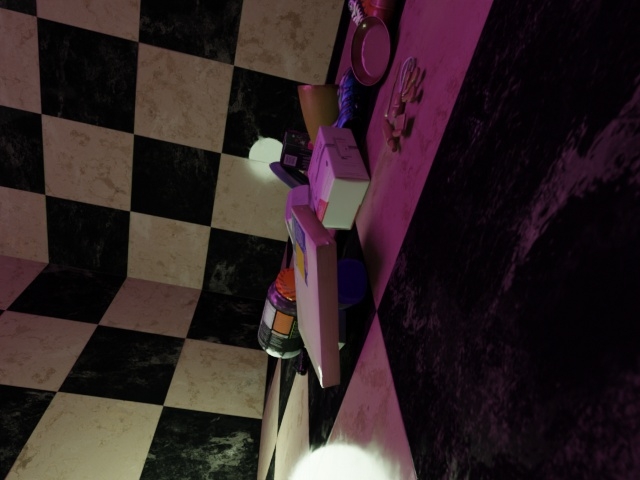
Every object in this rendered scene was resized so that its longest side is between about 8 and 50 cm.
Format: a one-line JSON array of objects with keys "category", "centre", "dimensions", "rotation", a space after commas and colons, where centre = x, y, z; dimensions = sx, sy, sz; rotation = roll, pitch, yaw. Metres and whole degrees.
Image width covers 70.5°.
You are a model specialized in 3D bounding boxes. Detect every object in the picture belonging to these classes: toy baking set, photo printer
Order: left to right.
[{"category": "photo printer", "centre": [-0.034, -0.009, 1.606], "dimensions": [0.256, 0.107, 0.308], "rotation": [-91, -13, -58]}, {"category": "toy baking set", "centre": [0.198, -0.337, 1.105], "dimensions": [0.256, 0.030, 0.197], "rotation": [-92, 19, -56]}]

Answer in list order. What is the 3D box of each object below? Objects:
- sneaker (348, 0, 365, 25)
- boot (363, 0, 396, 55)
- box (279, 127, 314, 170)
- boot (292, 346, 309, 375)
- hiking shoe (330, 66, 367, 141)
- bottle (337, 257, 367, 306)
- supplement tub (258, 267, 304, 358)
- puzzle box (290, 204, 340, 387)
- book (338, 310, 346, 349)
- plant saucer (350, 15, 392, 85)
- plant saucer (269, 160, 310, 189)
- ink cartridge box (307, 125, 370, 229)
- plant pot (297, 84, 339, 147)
[{"category": "sneaker", "centre": [0.158, -0.844, 1.689], "dimensions": [0.108, 0.121, 0.302], "rotation": [113, 165, -55]}, {"category": "boot", "centre": [0.182, -0.722, 1.512], "dimensions": [0.283, 0.109, 0.220], "rotation": [-115, 32, -63]}, {"category": "box", "centre": [-0.061, -0.422, 2.163], "dimensions": [0.142, 0.247, 0.163], "rotation": [-97, 20, -68]}, {"category": "boot", "centre": [-0.075, 0.470, 1.793], "dimensions": [0.121, 0.045, 0.099], "rotation": [-169, 87, -74]}, {"category": "hiking shoe", "centre": [0.120, -0.458, 1.592], "dimensions": [0.132, 0.113, 0.304], "rotation": [37, 118, 56]}, {"category": "bottle", "centre": [0.049, 0.130, 1.240], "dimensions": [0.283, 0.092, 0.118], "rotation": [129, 143, -72]}, {"category": "supplement tub", "centre": [-0.125, 0.289, 1.813], "dimensions": [0.207, 0.207, 0.338], "rotation": [-91, 16, -56]}, {"category": "puzzle box", "centre": [-0.015, 0.138, 1.190], "dimensions": [0.272, 0.052, 0.409], "rotation": [-123, 28, -61]}, {"category": "book", "centre": [0.044, 0.276, 1.318], "dimensions": [0.144, 0.035, 0.096], "rotation": [116, 159, -55]}, {"category": "plant saucer", "centre": [0.162, -0.582, 1.394], "dimensions": [0.198, 0.036, 0.199], "rotation": [31, 127, 52]}, {"category": "plant saucer", "centre": [-0.108, -0.292, 2.203], "dimensions": [0.044, 0.317, 0.317], "rotation": [-51, 17, 15]}, {"category": "ink cartridge box", "centre": [0.048, -0.205, 1.461], "dimensions": [0.283, 0.117, 0.207], "rotation": [-103, 22, -44]}, {"category": "plant pot", "centre": [0.029, -0.520, 1.905], "dimensions": [0.237, 0.237, 0.254], "rotation": [-108, 15, -73]}]
